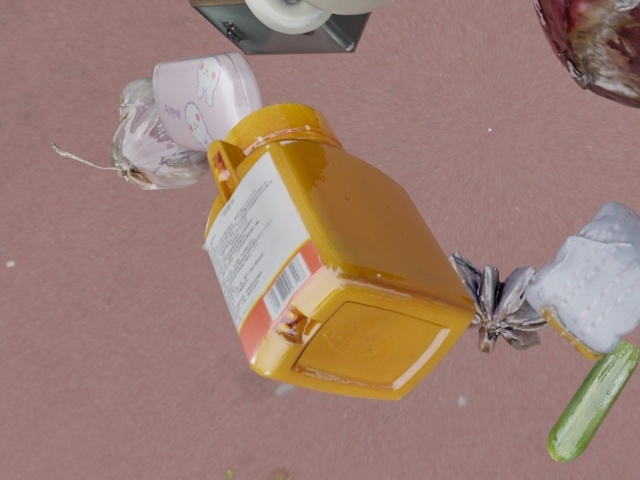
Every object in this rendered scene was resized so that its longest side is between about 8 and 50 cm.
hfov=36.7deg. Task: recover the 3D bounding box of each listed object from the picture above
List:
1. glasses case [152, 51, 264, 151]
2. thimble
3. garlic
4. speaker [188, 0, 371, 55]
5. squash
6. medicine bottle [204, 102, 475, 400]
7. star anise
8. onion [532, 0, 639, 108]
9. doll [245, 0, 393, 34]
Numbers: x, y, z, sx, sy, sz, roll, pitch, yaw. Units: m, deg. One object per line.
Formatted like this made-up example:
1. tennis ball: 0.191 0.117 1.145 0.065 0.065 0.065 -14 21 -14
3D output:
1. glasses case: -0.142 -0.169 1.181 0.075 0.297 0.113 -18 104 -21
2. thimble: 0.306 0.043 1.039 0.118 0.127 0.151 45 105 12
3. garlic: -0.324 -0.165 1.690 0.256 0.207 0.207 -12 94 -3
4. speaker: -0.044 -0.378 1.412 0.230 0.153 0.193 8 69 43
5. squash: 0.441 0.262 1.566 0.066 0.066 0.229 31 95 5
6. medicine bottle: 0.000 0.001 0.723 0.112 0.149 0.222 -52 41 25
7. star anise: 0.303 0.110 1.657 0.236 0.093 0.229 33 135 -10
8. onion: 0.261 -0.209 0.579 0.314 0.314 0.232 -35 74 12
9. doll: 0.044 -0.335 0.941 0.214 0.370 0.226 18 87 -13
